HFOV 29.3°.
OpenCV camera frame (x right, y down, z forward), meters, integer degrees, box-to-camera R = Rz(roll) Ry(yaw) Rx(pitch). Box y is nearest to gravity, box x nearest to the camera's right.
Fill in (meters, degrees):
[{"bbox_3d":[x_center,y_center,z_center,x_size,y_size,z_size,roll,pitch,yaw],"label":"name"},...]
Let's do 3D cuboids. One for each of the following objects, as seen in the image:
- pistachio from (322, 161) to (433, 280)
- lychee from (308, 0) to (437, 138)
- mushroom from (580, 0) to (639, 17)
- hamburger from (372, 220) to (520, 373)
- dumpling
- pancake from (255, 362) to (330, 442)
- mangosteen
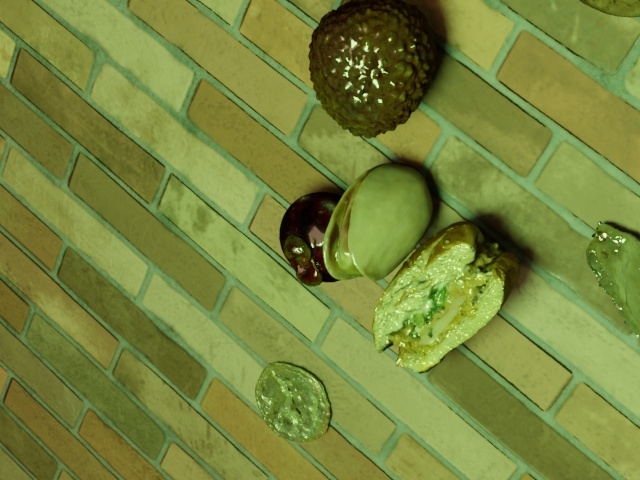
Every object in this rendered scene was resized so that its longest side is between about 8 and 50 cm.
[{"bbox_3d":[0.086,-0.029,1.833,0.144,0.215,0.144,23,142,19],"label":"pistachio"},{"bbox_3d":[0.074,-0.266,1.762,0.200,0.200,0.238,6,105,34],"label":"lychee"},{"bbox_3d":[0.361,-0.354,1.591,0.209,0.072,0.094,52,138,7],"label":"mushroom"},{"bbox_3d":[0.181,0.071,1.835,0.144,0.156,0.283,37,133,-6],"label":"hamburger"},{"bbox_3d":[0.491,0.113,1.677,0.332,0.086,0.166,30,120,28],"label":"dumpling"},{"bbox_3d":[-0.048,0.284,2.163,0.158,0.028,0.158,11,111,31],"label":"pancake"},{"bbox_3d":[0.000,0.000,1.940,0.153,0.152,0.152,14,115,31],"label":"mangosteen"}]
